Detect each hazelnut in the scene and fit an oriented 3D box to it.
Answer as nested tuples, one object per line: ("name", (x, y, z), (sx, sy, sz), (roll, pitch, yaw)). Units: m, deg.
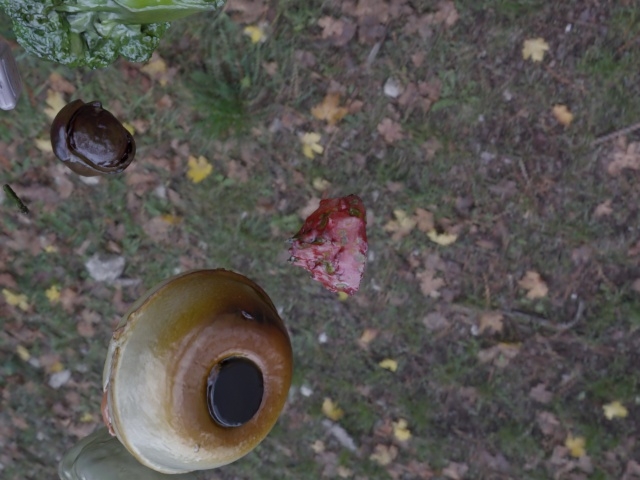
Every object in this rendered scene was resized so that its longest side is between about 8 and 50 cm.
("hazelnut", (-0.542, -0.235, 2.106), (0.161, 0.170, 0.202), (-28, 159, 14))

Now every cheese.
("cheese", (-0.202, 0.372, 1.096), (0.326, 0.115, 0.318), (45, 144, 30))

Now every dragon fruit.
("dragon fruit", (0.000, 0.000, 1.295), (0.111, 0.153, 0.153), (5, 145, -15))

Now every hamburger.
("hamburger", (-0.131, 0.139, 0.971), (0.147, 0.237, 0.236), (13, 145, 46))

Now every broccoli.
("broccoli", (-0.289, -0.331, 1.140), (0.254, 0.186, 0.302), (-2, 170, -27))

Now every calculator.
("calculator", (-0.562, -0.294, 1.590), (0.032, 0.175, 0.100), (-15, 115, -6))

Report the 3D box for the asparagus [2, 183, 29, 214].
("asparagus", (-0.497, -0.065, 1.464), (0.015, 0.014, 0.114), (27, -173, -45))
